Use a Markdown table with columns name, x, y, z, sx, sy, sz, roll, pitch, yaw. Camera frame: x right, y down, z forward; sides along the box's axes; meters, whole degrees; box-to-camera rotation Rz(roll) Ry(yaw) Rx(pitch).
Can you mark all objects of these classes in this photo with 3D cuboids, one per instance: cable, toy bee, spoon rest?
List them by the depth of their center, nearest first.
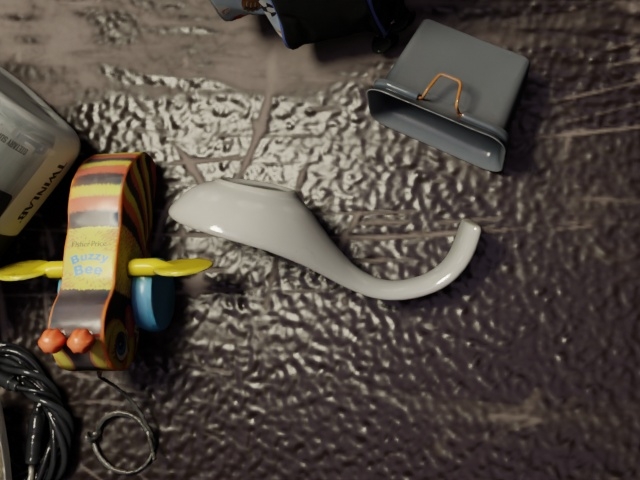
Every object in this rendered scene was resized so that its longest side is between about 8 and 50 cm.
| name | x | y | z | sx | sy | sz | roll | pitch | yaw |
| --- | --- | --- | --- | --- | --- | --- | --- | --- | --- |
| spoon rest | 0.000 | 0.000 | 0.874 | 0.276 | 0.137 | 0.084 | 9 | 98 | 0 |
| toy bee | -0.189 | 0.055 | 0.880 | 0.195 | 0.162 | 0.298 | -23 | 80 | 6 |
| cable | -0.329 | 0.173 | 0.952 | 0.150 | 0.047 | 0.184 | -38 | 77 | 7 |

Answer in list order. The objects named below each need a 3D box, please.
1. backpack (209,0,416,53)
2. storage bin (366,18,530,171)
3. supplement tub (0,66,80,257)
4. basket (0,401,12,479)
| name | x | y | z | sx | sy | sz | roll | pitch | yaw |
| --- | --- | --- | --- | --- | --- | --- | --- | --- | --- |
| backpack | -0.026 | -0.329 | 0.853 | 0.213 | 0.276 | 0.263 | 1 | 71 | 10 |
| storage bin | 0.122 | -0.138 | 0.877 | 0.135 | 0.098 | 0.091 | 24 | 79 | 13 |
| supplement tub | -0.403 | -0.022 | 0.907 | 0.207 | 0.207 | 0.338 | 39 | 93 | 13 |
| basket | -0.384 | 0.200 | 0.885 | 0.167 | 0.103 | 0.113 | -13 | 81 | 6 |
